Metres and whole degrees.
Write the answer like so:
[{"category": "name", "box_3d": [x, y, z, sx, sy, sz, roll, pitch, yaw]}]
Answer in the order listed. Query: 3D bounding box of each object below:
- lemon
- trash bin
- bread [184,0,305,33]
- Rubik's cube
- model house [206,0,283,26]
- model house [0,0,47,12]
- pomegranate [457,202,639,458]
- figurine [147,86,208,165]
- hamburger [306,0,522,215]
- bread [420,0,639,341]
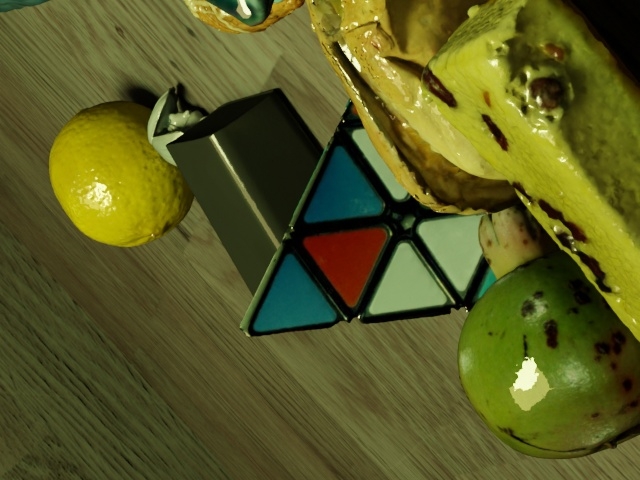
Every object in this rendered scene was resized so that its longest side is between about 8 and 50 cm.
[{"category": "lemon", "box_3d": [-0.250, -0.088, 1.401, 0.203, 0.178, 0.178, 56, 161, 15]}, {"category": "trash bin", "box_3d": [-0.048, -0.038, 1.199, 0.225, 0.115, 0.165, 58, 158, -15]}, {"category": "bread", "box_3d": [-0.072, -0.218, 0.872, 0.233, 0.076, 0.105, -119, 33, -60]}, {"category": "Rubik's cube", "box_3d": [0.000, 0.000, 0.994, 0.284, 0.234, 0.250, 56, 158, -22]}, {"category": "model house", "box_3d": [-0.080, -0.282, 0.639, 0.226, 0.261, 0.241, -1, 149, 31]}, {"category": "model house", "box_3d": [-0.308, -0.341, 0.777, 0.335, 0.342, 0.382, 6, 129, 50]}, {"category": "pomegranate", "box_3d": [0.187, 0.073, 0.874, 0.210, 0.179, 0.179, -110, -3, -53]}, {"category": "figurine", "box_3d": [-0.157, -0.126, 1.314, 0.086, 0.082, 0.094, 25, 164, 11]}, {"category": "hamburger", "box_3d": [0.070, -0.123, 0.791, 0.262, 0.131, 0.124, 57, 154, -12]}, {"category": "bread", "box_3d": [0.204, -0.001, 0.694, 0.361, 0.077, 0.138, 48, 174, -11]}]
